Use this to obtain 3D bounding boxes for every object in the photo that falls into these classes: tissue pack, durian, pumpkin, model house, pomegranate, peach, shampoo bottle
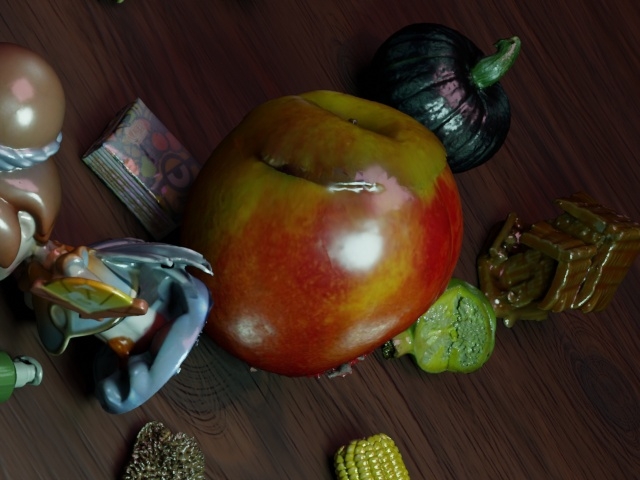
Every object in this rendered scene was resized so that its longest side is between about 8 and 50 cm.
[{"bbox_3d":[-0.218,-0.091,1.940,0.148,0.060,0.108,49,39,-18],"label":"tissue pack"},{"bbox_3d":[-0.181,0.266,1.767,0.140,0.071,0.110,-33,94,-47],"label":"durian"},{"bbox_3d":[0.205,-0.235,2.349,0.248,0.248,0.248,26,51,-37],"label":"pumpkin"},{"bbox_3d":[0.387,0.019,2.425,0.199,0.229,0.219,16,56,-49],"label":"model house"},{"bbox_3d":[0.166,0.123,2.204,0.122,0.169,0.143,-103,-177,-58],"label":"pomegranate"},{"bbox_3d":[0.000,0.000,1.895,0.370,0.370,0.370,26,51,-37],"label":"peach"},{"bbox_3d":[-0.384,0.146,1.617,0.204,0.065,0.065,-1,69,-49],"label":"shampoo bottle"}]

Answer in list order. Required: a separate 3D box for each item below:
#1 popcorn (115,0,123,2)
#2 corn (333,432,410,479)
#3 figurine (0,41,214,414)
[{"bbox_3d":[-0.261,-0.372,2.030,0.109,0.097,0.089,-12,74,-36],"label":"popcorn"},{"bbox_3d":[0.090,0.371,1.988,0.093,0.093,0.244,-9,76,-50],"label":"corn"},{"bbox_3d":[-0.299,-0.016,1.671,0.388,0.277,0.248,39,68,-23],"label":"figurine"}]
